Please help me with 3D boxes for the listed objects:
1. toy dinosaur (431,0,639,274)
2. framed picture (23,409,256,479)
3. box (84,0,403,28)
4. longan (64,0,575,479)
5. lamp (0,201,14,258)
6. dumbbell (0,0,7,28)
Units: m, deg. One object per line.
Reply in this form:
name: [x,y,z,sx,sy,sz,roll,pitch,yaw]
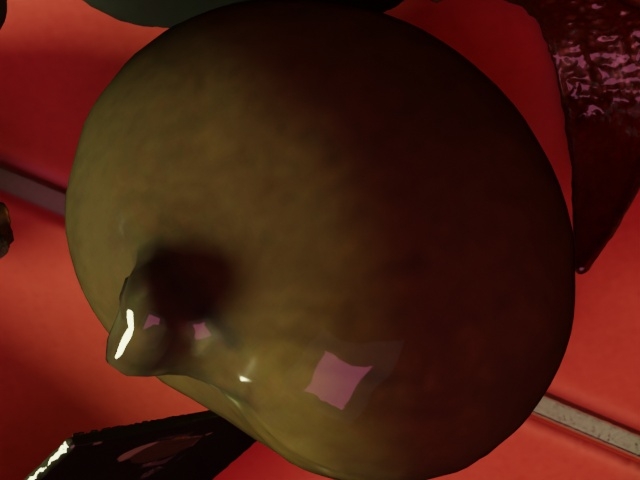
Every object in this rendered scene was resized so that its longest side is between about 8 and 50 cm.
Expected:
toy dinosaur: [0.158,-0.144,0.967,0.206,0.113,0.327,18,126,-10]
framed picture: [-0.186,0.211,1.188,0.324,0.244,0.013,-43,70,26]
box: [-0.051,-0.211,0.969,0.212,0.042,0.201,-4,125,4]
longan: [0.000,0.000,0.953,0.300,0.300,0.243,13,122,-7]
lamp: [-0.305,-0.031,1.045,0.223,0.215,0.151,15,113,-36]
dumbbell: [-0.128,-0.196,0.846,0.406,0.179,0.179,-31,118,15]
